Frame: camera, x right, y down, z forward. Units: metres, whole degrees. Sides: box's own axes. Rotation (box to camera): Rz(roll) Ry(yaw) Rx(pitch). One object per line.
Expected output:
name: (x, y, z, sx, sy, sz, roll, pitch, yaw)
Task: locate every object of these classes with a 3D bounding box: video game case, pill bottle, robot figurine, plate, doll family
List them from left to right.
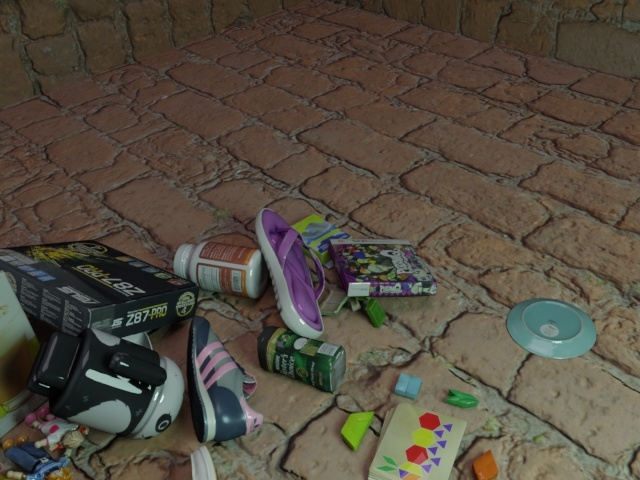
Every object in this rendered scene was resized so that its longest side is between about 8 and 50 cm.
doll family: (-0.540, 0.417, 1.175, 0.163, 0.118, 0.263, 16, 23, 36)
robot figurine: (-0.394, 0.271, 1.213, 0.278, 0.174, 0.209, 28, -3, -26)
pill bottle: (-0.241, 0.067, 1.575, 0.216, 0.121, 0.121, 9, 39, 18)
video game case: (0.142, 0.061, 1.543, 0.210, 0.042, 0.232, 0, 26, -11)
plate: (0.504, 0.182, 1.409, 0.188, 0.024, 0.188, -3, 37, 2)

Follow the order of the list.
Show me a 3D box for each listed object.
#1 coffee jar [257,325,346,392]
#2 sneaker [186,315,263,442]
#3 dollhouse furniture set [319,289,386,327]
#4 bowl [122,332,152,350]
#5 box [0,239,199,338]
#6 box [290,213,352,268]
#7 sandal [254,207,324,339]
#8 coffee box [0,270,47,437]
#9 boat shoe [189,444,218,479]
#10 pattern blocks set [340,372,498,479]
coffee jar: (-0.043, 0.242, 1.336, 0.184, 0.096, 0.079, 13, 38, 24)
sneaker: (-0.202, 0.277, 1.323, 0.131, 0.112, 0.319, 2, 36, -19)
dollhouse furniture set: (0.074, 0.160, 1.494, 0.151, 0.059, 0.076, -1, 40, 39)
bowl: (-0.426, 0.268, 1.386, 0.142, 0.053, 0.142, -17, 39, -15)
box: (-0.530, 0.104, 1.482, 0.394, 0.097, 0.318, 20, 17, 29)
box: (0.000, 0.000, 1.702, 0.109, 0.042, 0.178, -30, 43, -29)
sandal: (-0.048, 0.061, 1.520, 0.102, 0.169, 0.416, -37, 44, 16)
coffee box: (-0.795, 0.225, 1.253, 0.338, 0.334, 0.337, 18, 43, 29)
boat shoe: (-0.203, 0.463, 1.059, 0.096, 0.098, 0.277, -12, 38, -10)
pattern blocks set: (0.175, 0.384, 1.176, 0.285, 0.026, 0.325, 18, 43, 28)
